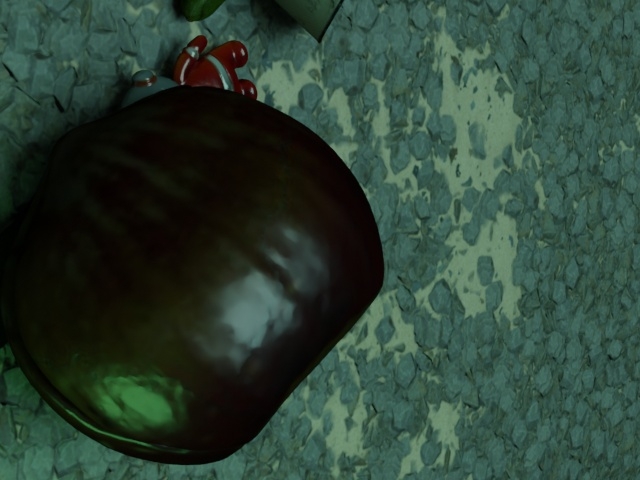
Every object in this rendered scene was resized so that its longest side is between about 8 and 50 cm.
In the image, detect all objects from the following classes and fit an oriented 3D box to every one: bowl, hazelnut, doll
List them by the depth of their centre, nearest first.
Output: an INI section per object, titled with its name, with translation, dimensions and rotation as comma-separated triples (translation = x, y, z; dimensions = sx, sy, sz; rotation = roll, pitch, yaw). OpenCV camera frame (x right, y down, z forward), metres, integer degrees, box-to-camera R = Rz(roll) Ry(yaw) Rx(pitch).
[hazelnut]
translation = -0.142, 0.046, 1.542
dimensions = 0.429, 0.402, 0.402
rotation = -52, 130, -16
[doll]
translation = -0.174, -0.170, 1.678
dimensions = 0.245, 0.076, 0.142
rotation = -35, 120, -44
[bowl]
translation = 0.006, -0.391, 1.755
dimensions = 0.126, 0.238, 0.238
rotation = 30, 69, -6

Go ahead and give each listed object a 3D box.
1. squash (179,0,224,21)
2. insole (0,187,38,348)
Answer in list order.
[squash]
translation = -0.108, -0.386, 1.724
dimensions = 0.069, 0.069, 0.258
rotation = 48, 61, -39
[insole]
translation = -0.346, 0.014, 1.565
dimensions = 0.348, 0.009, 0.119
rotation = -58, 133, -24
